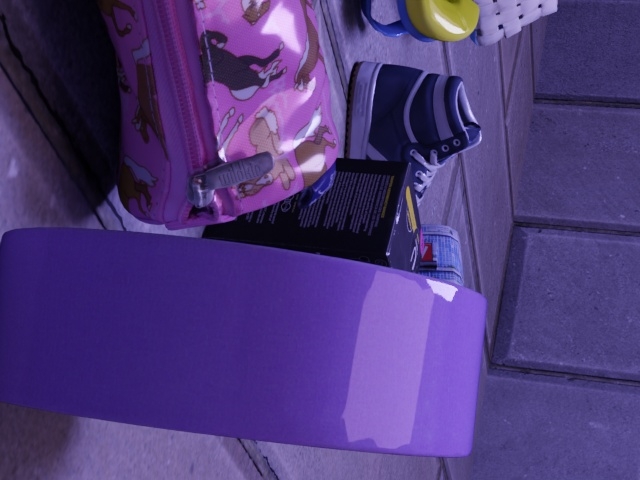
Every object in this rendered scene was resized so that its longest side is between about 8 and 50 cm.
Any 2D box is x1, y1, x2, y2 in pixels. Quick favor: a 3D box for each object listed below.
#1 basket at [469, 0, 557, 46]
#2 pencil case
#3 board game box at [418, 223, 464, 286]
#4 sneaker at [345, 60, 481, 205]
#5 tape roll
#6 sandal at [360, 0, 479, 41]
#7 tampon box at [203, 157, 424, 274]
[{"bbox_3d":[0.204,-0.437,1.493,0.255,0.201,0.289,55,16,-63],"label":"basket"},{"bbox_3d":[-0.081,-0.191,0.639,0.160,0.167,0.386,-29,132,-27],"label":"pencil case"},{"bbox_3d":[0.057,0.034,1.191,0.060,0.194,0.194,73,13,-55],"label":"board game box"},{"bbox_3d":[0.111,-0.071,1.326,0.099,0.153,0.282,-32,126,-69],"label":"sneaker"},{"bbox_3d":[-0.047,0.060,0.619,0.275,0.274,0.090,31,64,-72],"label":"tape roll"},{"bbox_3d":[0.113,-0.370,1.308,0.126,0.138,0.318,22,67,-33],"label":"sandal"},{"bbox_3d":[0.000,0.000,0.959,0.120,0.160,0.102,75,26,-52],"label":"tampon box"}]
